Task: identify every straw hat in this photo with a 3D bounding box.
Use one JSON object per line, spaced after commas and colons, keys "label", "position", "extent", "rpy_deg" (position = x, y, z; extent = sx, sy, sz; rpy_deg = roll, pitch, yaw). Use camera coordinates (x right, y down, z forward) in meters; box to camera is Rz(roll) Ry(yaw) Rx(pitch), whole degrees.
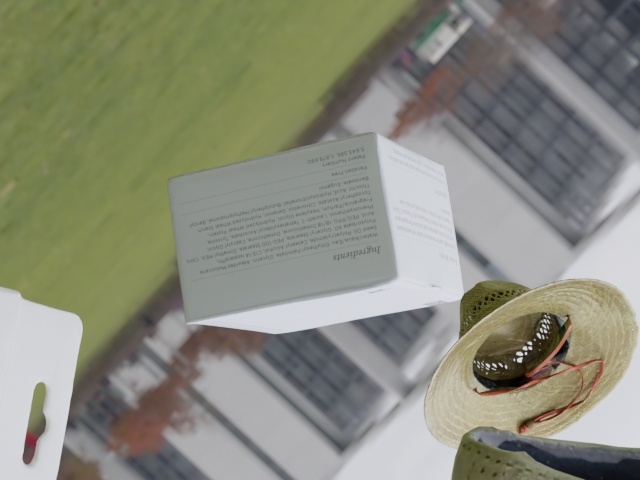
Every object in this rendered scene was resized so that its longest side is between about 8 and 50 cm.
{"label": "straw hat", "position": [0.109, 0.055, 0.946], "extent": [0.145, 0.061, 0.144], "rpy_deg": [-17, 137, -16]}

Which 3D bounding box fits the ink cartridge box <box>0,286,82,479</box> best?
{"label": "ink cartridge box", "position": [-0.202, 0.065, 0.707], "extent": [0.067, 0.198, 0.115], "rpy_deg": [0, -104, 41]}

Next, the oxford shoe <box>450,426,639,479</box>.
{"label": "oxford shoe", "position": [0.222, 0.077, 0.375], "extent": [0.397, 0.146, 0.140], "rpy_deg": [-10, -177, -4]}

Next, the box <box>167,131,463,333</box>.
{"label": "box", "position": [0.000, 0.000, 1.312], "extent": [0.182, 0.119, 0.181], "rpy_deg": [-12, 170, 19]}
